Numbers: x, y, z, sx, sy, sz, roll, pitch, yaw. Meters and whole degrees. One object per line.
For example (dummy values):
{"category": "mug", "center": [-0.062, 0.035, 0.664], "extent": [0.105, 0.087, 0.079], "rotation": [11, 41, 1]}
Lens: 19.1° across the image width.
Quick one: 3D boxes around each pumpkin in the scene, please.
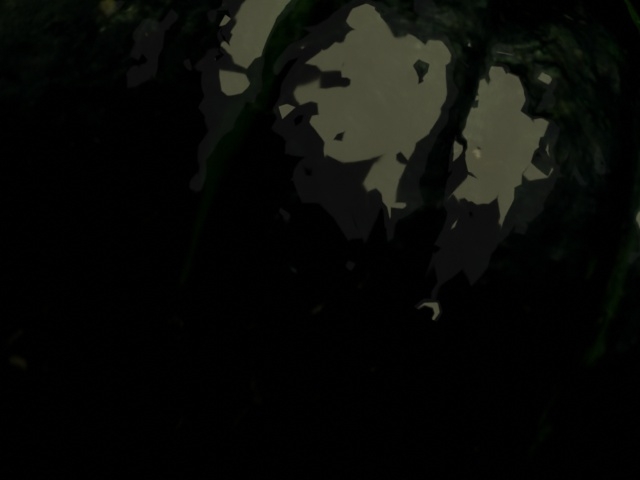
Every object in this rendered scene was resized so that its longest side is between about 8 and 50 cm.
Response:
{"category": "pumpkin", "center": [0.000, 0.000, 0.590], "extent": [0.315, 0.315, 0.238], "rotation": [23, 73, -12]}
